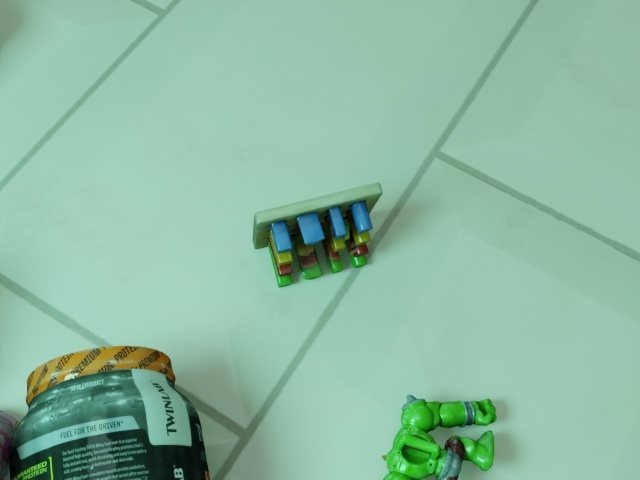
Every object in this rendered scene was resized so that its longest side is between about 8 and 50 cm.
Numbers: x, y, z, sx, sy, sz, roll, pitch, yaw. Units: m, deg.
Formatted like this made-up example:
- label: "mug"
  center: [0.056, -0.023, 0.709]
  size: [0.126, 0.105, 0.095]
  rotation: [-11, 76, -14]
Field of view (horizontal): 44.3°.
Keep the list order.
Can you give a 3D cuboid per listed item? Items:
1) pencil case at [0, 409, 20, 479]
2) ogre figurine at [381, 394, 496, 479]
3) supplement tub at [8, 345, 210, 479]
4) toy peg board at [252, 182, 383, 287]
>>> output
- label: "pencil case"
  center: [-0.394, 0.232, 0.815]
  size: [0.124, 0.284, 0.124]
  rotation: [1, 79, -4]
- label: "ogre figurine"
  center: [0.137, 0.261, 0.924]
  size: [0.118, 0.097, 0.197]
  rotation: [24, 76, -2]
- label: "supplement tub"
  center: [-0.215, 0.297, 0.831]
  size: [0.207, 0.207, 0.337]
  rotation: [-11, 65, -7]
- label: "toy peg board"
  center: [0.000, 0.000, 1.024]
  size: [0.161, 0.160, 0.079]
  rotation: [-15, 80, -9]
